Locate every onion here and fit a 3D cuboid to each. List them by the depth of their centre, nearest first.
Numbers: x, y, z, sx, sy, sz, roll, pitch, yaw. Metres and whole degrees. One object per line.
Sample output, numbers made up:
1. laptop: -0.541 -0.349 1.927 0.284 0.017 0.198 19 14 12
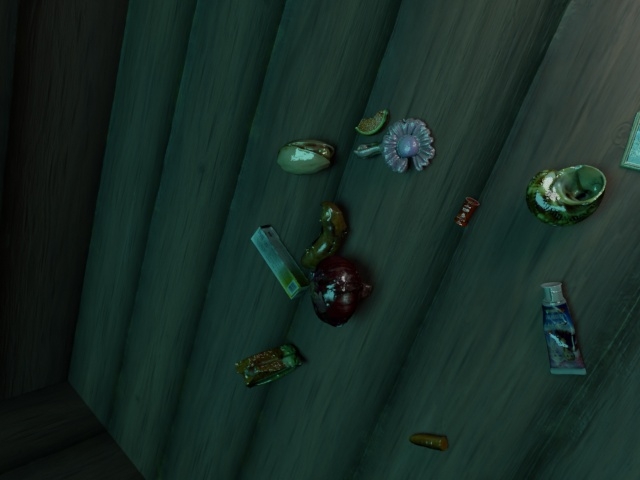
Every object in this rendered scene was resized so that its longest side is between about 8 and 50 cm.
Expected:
1. onion: 0.071 0.174 2.006 0.252 0.219 0.252 -177 90 -84

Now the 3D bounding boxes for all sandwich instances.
1. sandwich: 0.176 -0.387 1.930 0.135 0.029 0.067 -20 79 42
2. sandwich: -0.229 0.504 2.319 0.292 0.212 0.109 -47 52 49

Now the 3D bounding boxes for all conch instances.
1. conch: 0.641 -0.124 1.523 0.187 0.124 0.181 -44 58 11

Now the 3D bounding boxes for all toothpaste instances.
1. toothpaste: 0.666 0.249 1.607 0.096 0.061 0.266 -8 98 40
2. toothpaste: -0.160 0.081 2.266 0.312 0.071 0.089 54 129 20

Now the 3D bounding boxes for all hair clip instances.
1. hair clip: 0.224 -0.301 1.877 0.300 0.069 0.172 -1 96 40

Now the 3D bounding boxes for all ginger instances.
1. ginger: 0.013 0.004 2.085 0.133 0.107 0.309 32 121 17

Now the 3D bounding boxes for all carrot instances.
1. carrot: 0.355 0.673 1.939 0.139 0.048 0.048 -5 94 42

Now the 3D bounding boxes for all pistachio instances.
1. pistachio: -0.058 -0.302 2.071 0.215 0.144 0.143 -3 95 31

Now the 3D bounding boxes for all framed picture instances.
1. framed picture: 0.843 -0.227 1.400 0.183 0.011 0.141 23 112 35

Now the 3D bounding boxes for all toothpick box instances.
1. toothpick box: 0.440 -0.084 1.742 0.047 0.047 0.083 40 120 29
